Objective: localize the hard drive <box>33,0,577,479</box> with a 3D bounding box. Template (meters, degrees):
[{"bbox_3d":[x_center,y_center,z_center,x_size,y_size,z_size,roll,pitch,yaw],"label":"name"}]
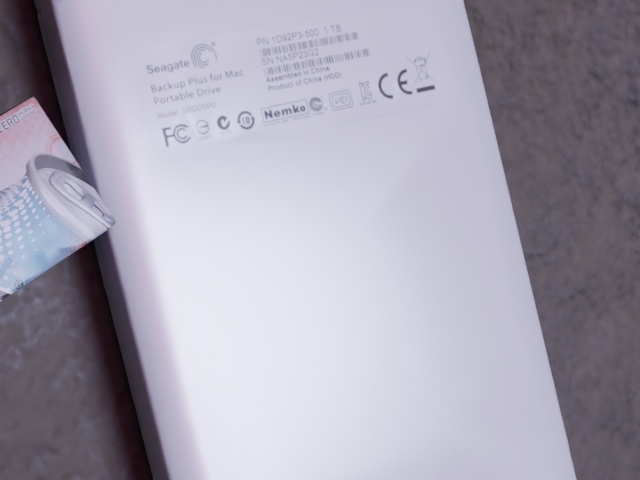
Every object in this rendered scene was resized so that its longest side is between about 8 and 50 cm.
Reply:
[{"bbox_3d":[0.000,0.000,0.546,0.203,0.040,0.308,-15,93,-27],"label":"hard drive"}]

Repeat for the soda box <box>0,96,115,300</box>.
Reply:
[{"bbox_3d":[-0.173,0.019,0.448,0.183,0.058,0.063,-37,102,-23],"label":"soda box"}]
